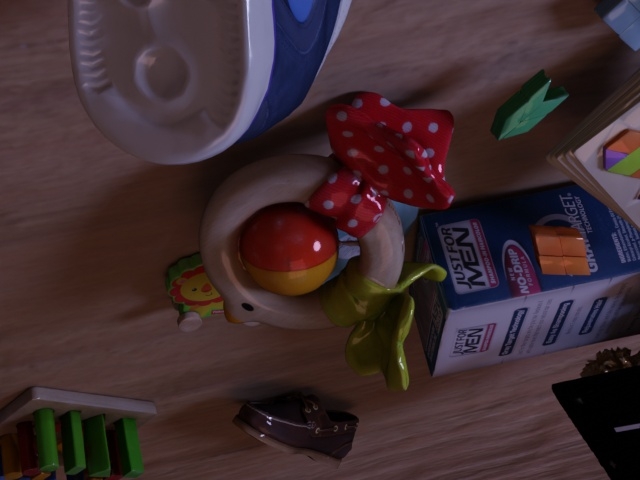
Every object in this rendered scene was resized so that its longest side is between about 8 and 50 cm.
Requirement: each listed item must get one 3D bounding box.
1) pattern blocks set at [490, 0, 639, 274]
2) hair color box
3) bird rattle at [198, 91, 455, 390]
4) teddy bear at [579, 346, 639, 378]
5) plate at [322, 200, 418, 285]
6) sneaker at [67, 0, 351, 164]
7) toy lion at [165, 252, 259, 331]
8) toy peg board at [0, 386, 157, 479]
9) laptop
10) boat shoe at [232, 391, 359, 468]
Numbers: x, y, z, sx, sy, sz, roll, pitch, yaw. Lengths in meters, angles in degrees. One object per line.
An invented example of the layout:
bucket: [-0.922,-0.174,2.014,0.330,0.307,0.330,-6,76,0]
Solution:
pattern blocks set: [0.288,-0.065,0.966,0.325,0.026,0.285,23,120,-29]
hair color box: [0.267,0.023,1.157,0.347,0.105,0.174,-11,153,-6]
bird rattle: [0.005,0.002,0.948,0.207,0.143,0.253,-3,136,5]
teddy bear: [0.424,0.107,1.189,0.245,0.113,0.338,21,146,-41]
plate: [0.000,0.000,1.061,0.188,0.024,0.188,-13,145,-9]
sneaker: [-0.042,-0.209,0.609,0.130,0.236,0.323,8,110,8]
toy lion: [-0.095,0.043,1.117,0.100,0.034,0.096,-3,142,-20]
toy peg board: [-0.285,0.237,1.325,0.161,0.079,0.160,16,140,-42]
laptop: [0.389,0.159,1.157,0.234,0.136,0.264,-18,123,31]
boat shoe: [-0.025,0.213,1.419,0.073,0.073,0.207,-59,146,1]
